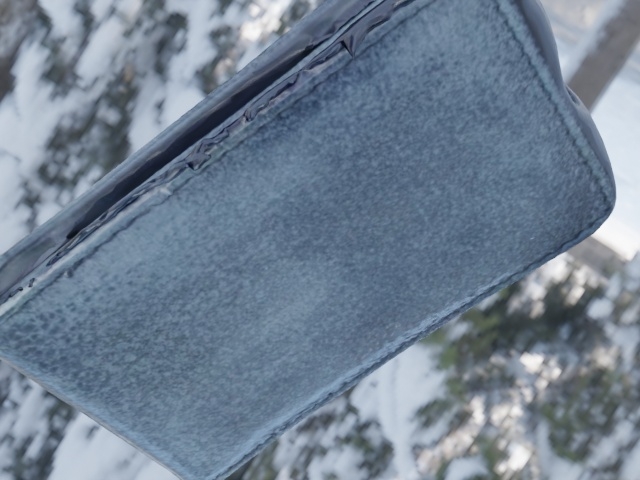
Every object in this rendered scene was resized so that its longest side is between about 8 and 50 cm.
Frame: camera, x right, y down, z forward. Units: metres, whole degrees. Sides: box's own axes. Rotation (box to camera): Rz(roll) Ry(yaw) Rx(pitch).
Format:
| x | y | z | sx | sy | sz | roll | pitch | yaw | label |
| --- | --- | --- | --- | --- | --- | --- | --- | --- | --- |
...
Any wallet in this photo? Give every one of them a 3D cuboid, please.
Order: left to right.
| x | y | z | sx | sy | sz | roll | pitch | yaw | label |
| --- | --- | --- | --- | --- | --- | --- | --- | --- | --- |
| -0.001 | -0.002 | 0.494 | 0.167 | 0.222 | 0.036 | 46 | -169 | -50 | wallet |
